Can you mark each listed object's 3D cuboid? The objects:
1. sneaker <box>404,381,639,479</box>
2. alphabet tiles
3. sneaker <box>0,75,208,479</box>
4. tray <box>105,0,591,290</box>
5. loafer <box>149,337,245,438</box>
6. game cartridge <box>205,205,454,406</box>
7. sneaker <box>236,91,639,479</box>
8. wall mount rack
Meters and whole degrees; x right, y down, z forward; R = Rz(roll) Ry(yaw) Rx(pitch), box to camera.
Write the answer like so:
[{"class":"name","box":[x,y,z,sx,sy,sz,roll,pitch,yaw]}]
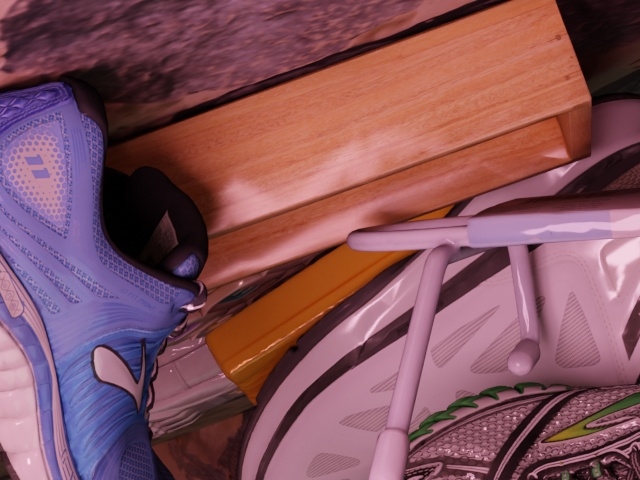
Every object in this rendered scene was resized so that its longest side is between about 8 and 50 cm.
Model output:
[{"class":"sneaker","box":[0.182,0.139,1.175,0.343,0.134,0.146,-17,-179,2]},{"class":"alphabet tiles","box":[0.000,0.000,1.436,0.284,0.021,0.278,-34,170,24]},{"class":"sneaker","box":[-0.111,0.050,1.006,0.147,0.130,0.330,-28,140,-11]},{"class":"tray","box":[-0.047,-0.028,1.169,0.411,0.076,0.203,-19,172,5]},{"class":"loafer","box":[-0.114,0.090,1.638,0.319,0.111,0.112,-23,165,2]},{"class":"game cartridge","box":[0.076,0.057,1.538,0.285,0.052,0.323,-33,160,1]},{"class":"sneaker","box":[0.128,0.133,1.371,0.169,0.257,0.447,-3,143,-49]},{"class":"wall mount rack","box":[0.171,0.043,1.094,0.350,0.130,0.304,-5,-175,22]}]
